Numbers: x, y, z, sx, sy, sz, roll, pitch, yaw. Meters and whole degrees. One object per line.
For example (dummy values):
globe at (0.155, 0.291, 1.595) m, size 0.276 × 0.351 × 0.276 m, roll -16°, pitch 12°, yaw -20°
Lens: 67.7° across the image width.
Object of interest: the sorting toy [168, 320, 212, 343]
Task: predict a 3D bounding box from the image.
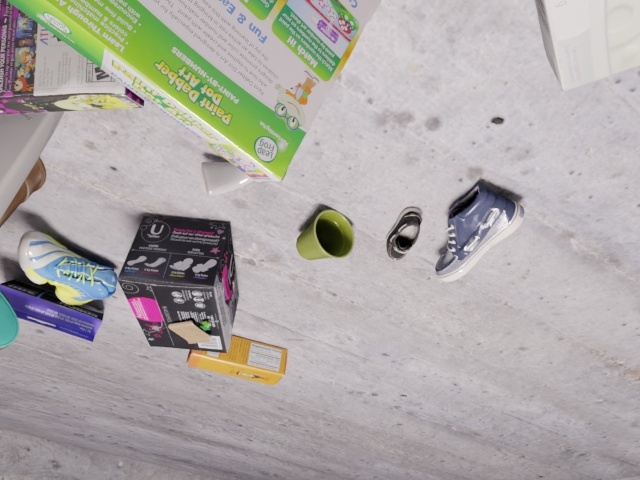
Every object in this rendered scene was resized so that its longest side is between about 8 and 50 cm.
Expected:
sorting toy at (-0.220, 0.160, 0.848) m, size 0.083 × 0.012 × 0.062 m, roll -12°, pitch 134°, yaw 26°

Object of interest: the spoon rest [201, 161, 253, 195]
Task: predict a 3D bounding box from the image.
spoon rest at (-0.078, -0.143, 0.610) m, size 0.084 × 0.137 × 0.276 m, roll -7°, pitch 163°, yaw -31°

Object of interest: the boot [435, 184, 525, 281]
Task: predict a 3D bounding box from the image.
boot at (0.226, -0.010, 0.769) m, size 0.086 × 0.069 × 0.190 m, roll 27°, pitch 129°, yaw -13°

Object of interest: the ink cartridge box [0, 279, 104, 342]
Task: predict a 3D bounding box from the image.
ink cartridge box at (-0.562, 0.142, 0.994) m, size 0.206 × 0.045 × 0.208 m, roll 26°, pitch 171°, yaw -22°

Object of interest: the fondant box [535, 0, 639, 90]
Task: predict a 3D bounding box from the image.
fondant box at (0.337, -0.294, 0.371) m, size 0.330 × 0.096 × 0.238 m, roll -17°, pitch 135°, yaw 25°

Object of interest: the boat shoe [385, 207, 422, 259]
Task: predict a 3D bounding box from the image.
boat shoe at (0.140, -0.001, 0.804) m, size 0.046 × 0.038 × 0.125 m, roll 12°, pitch 141°, yaw -7°

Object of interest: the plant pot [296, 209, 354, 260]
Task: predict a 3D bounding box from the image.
plant pot at (0.000, 0.000, 0.802) m, size 0.083 × 0.083 × 0.079 m, roll 30°, pitch 147°, yaw -27°

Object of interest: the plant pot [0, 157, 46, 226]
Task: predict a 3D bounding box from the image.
plant pot at (-0.531, -0.071, 0.709) m, size 0.167 × 0.165 × 0.167 m, roll 4°, pitch 142°, yaw 3°

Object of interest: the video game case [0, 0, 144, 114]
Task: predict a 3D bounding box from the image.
video game case at (-0.262, -0.232, 0.437) m, size 0.210 × 0.232 × 0.042 m, roll -1°, pitch 175°, yaw 8°

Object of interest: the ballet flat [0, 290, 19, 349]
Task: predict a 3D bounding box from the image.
ballet flat at (-0.559, 0.056, 0.676) m, size 0.096 × 0.095 × 0.280 m, roll -8°, pitch 130°, yaw 32°

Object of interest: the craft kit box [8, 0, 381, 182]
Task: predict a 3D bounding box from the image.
craft kit box at (-0.079, -0.219, 0.411) m, size 0.250 × 0.246 × 0.061 m, roll 36°, pitch 162°, yaw -31°

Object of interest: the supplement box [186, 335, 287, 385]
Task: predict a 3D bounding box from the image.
supplement box at (-0.203, 0.289, 1.180) m, size 0.234 × 0.080 × 0.078 m, roll 20°, pitch 140°, yaw -14°

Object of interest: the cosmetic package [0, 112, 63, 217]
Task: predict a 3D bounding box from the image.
cosmetic package at (-0.422, -0.079, 0.524) m, size 0.155 × 0.365 × 0.197 m, roll 31°, pitch 134°, yaw -28°

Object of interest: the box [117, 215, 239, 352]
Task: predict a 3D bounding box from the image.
box at (-0.244, 0.088, 0.886) m, size 0.163 × 0.142 × 0.247 m, roll 5°, pitch 142°, yaw -1°

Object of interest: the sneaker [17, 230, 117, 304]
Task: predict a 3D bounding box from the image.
sneaker at (-0.469, 0.052, 0.922) m, size 0.126 × 0.091 × 0.240 m, roll -3°, pitch 154°, yaw -3°
